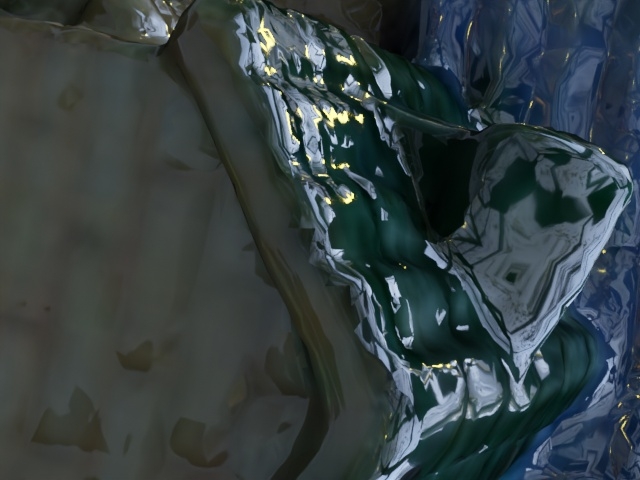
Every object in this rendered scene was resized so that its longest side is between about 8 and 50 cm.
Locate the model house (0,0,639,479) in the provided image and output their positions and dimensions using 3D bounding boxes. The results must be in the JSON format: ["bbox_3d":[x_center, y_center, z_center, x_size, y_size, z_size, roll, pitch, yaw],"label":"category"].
[{"bbox_3d":[0.000,0.000,0.705,0.445,0.400,0.395,4,101,-65],"label":"model house"}]
